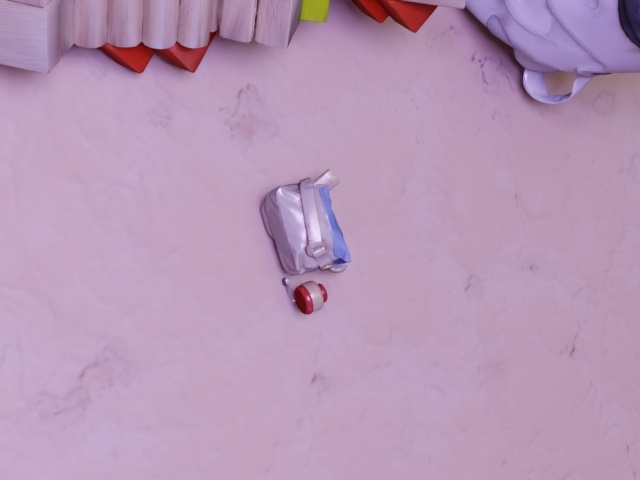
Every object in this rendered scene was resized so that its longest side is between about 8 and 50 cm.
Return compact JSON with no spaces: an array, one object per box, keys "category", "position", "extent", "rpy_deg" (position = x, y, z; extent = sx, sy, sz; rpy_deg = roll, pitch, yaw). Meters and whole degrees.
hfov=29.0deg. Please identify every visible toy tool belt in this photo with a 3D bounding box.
[{"category":"toy tool belt","position":[0.000,0.000,0.781],"extent":[0.051,0.052,0.083],"rpy_deg":[-19,92,-23]}]

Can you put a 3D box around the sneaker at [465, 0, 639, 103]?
[{"category":"sneaker","position":[0.165,-0.271,0.829],"extent":[0.137,0.210,0.366],"rpy_deg":[-14,88,-31]}]

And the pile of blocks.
[{"category":"pile of blocks","position":[-0.068,-0.168,0.754],"extent":[0.362,0.149,0.113],"rpy_deg":[-8,129,-22]}]
